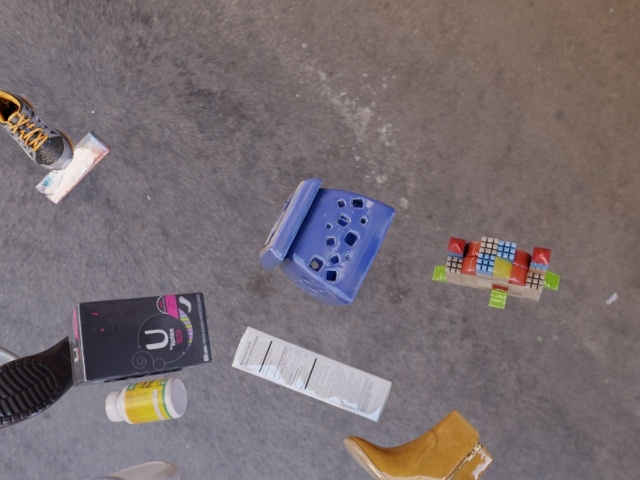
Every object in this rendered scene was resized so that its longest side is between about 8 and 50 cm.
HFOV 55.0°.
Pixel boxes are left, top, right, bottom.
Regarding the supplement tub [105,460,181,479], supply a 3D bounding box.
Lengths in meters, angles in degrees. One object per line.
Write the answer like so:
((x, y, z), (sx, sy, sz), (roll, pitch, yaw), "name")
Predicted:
((-0.329, 0.575, 1.147), (0.191, 0.191, 0.272), (-15, 89, -17), "supplement tub")

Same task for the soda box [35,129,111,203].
((-0.577, -0.173, 1.442), (0.183, 0.058, 0.063), (-45, 113, 1), "soda box")

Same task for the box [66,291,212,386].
((-0.396, 0.214, 1.345), (0.271, 0.143, 0.165), (-3, 76, -32), "box")

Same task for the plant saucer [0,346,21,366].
((-0.969, 0.427, 1.608), (0.401, 0.100, 0.400), (-12, 131, -14), "plant saucer")

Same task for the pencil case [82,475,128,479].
((-0.265, 0.315, 0.638), (0.124, 0.273, 0.113), (-5, 71, -39), "pencil case")

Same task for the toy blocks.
((0.527, 0.077, 1.854), (0.382, 0.261, 0.190), (11, 74, 18), "toy blocks")

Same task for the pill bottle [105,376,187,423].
((-0.506, 0.468, 1.783), (0.209, 0.117, 0.117), (-11, 107, 11), "pill bottle")

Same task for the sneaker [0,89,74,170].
((-0.581, -0.218, 1.224), (0.215, 0.083, 0.084), (41, 86, 10), "sneaker")

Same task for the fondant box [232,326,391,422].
((-0.028, 0.302, 1.395), (0.331, 0.238, 0.096), (22, 77, -1), "fondant box")

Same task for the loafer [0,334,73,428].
((-0.640, 0.328, 1.413), (0.133, 0.130, 0.366), (53, 35, 5), "loafer")

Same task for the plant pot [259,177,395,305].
((0.000, 0.000, 1.376), (0.212, 0.236, 0.235), (27, 77, -8), "plant pot")

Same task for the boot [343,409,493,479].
((0.203, 0.418, 1.236), (0.295, 0.104, 0.211), (46, 74, -15), "boot")
